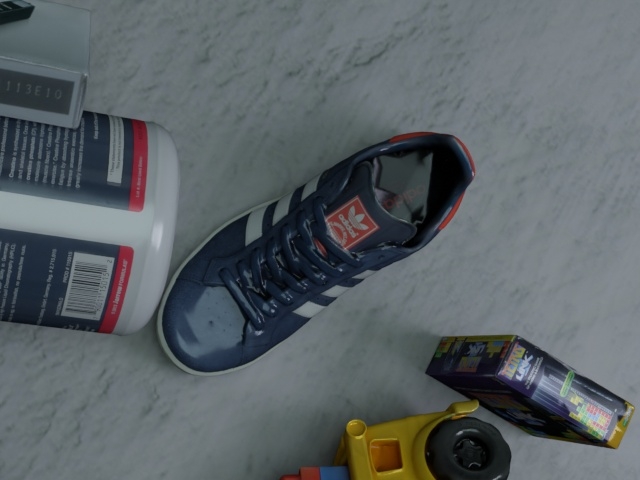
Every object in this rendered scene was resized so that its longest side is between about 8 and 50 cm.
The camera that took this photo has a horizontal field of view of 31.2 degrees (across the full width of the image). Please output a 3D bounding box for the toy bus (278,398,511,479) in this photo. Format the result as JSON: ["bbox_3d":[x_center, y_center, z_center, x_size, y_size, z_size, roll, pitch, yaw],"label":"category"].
[{"bbox_3d":[0.070,0.269,1.038,0.211,0.149,0.220,-2,53,-14],"label":"toy bus"}]

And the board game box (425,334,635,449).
[{"bbox_3d":[0.198,0.145,1.110,0.141,0.170,0.048,30,77,-11],"label":"board game box"}]

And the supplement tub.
[{"bbox_3d":[-0.268,-0.027,0.969,0.272,0.191,0.191,9,81,-17],"label":"supplement tub"}]

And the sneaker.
[{"bbox_3d":[0.000,0.000,1.075,0.350,0.148,0.131,-38,96,-18],"label":"sneaker"}]

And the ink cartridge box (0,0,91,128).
[{"bbox_3d":[-0.332,-0.195,0.957,0.275,0.239,0.060,9,124,-17],"label":"ink cartridge box"}]
